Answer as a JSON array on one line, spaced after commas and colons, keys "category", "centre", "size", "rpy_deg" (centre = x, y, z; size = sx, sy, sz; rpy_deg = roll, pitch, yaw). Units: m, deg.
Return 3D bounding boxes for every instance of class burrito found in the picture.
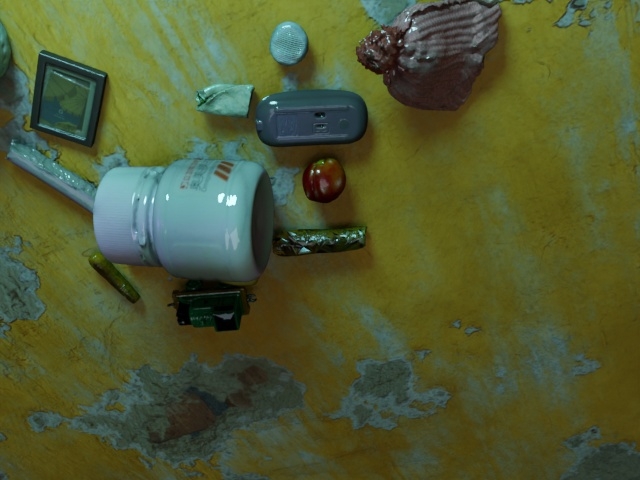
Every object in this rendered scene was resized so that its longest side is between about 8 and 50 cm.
[{"category": "burrito", "centre": [-0.195, -0.288, 1.142], "size": [0.118, 0.044, 0.074], "rpy_deg": [6, 122, -8]}]

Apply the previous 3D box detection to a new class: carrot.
[{"category": "carrot", "centre": [0.000, 0.001, 1.339], "size": [0.229, 0.069, 0.069], "rpy_deg": [-5, 125, 0]}, {"category": "carrot", "centre": [-0.511, 0.096, 1.405], "size": [0.042, 0.042, 0.170], "rpy_deg": [-25, 122, 15]}]

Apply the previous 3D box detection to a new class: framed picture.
[{"category": "framed picture", "centre": [-0.516, -0.285, 1.148], "size": [0.128, 0.023, 0.168], "rpy_deg": [18, 123, -14]}]

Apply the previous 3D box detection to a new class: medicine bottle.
[{"category": "medicine bottle", "centre": [-0.276, -0.046, 1.184], "size": [0.325, 0.256, 0.256], "rpy_deg": [4, 125, 8]}]

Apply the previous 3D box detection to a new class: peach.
[{"category": "peach", "centre": [0.010, -0.128, 1.232], "size": [0.101, 0.100, 0.100], "rpy_deg": [-1, 125, -1]}]

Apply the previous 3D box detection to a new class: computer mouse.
[{"category": "computer mouse", "centre": [-0.018, -0.251, 1.166], "size": [0.232, 0.057, 0.120], "rpy_deg": [-4, 125, -2]}]

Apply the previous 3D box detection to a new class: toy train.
[{"category": "toy train", "centre": [-0.273, 0.166, 1.403], "size": [0.228, 0.136, 0.091], "rpy_deg": [-5, 125, -1]}]

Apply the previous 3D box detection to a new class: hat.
[{"category": "hat", "centre": [0.193, -0.355, 1.065], "size": [0.286, 0.107, 0.236], "rpy_deg": [-7, 128, -26]}]

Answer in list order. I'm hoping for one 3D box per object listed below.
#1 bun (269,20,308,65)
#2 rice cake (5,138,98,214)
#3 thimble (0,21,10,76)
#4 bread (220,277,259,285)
[{"category": "bun", "centre": [-0.060, -0.379, 1.082], "size": [0.083, 0.045, 0.083], "rpy_deg": [-1, 122, -2]}, {"category": "rice cake", "centre": [-0.565, -0.126, 1.243], "size": [0.270, 0.049, 0.055], "rpy_deg": [38, 130, -26]}, {"category": "thimble", "centre": [-0.710, -0.354, 1.020], "size": [0.237, 0.150, 0.237], "rpy_deg": [0, 127, 0]}, {"category": "bread", "centre": [-0.222, 0.025, 1.356], "size": [0.188, 0.065, 0.149], "rpy_deg": [18, 112, -10]}]
